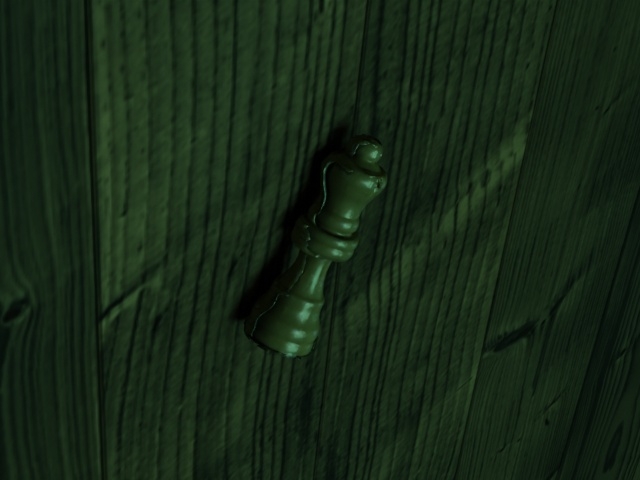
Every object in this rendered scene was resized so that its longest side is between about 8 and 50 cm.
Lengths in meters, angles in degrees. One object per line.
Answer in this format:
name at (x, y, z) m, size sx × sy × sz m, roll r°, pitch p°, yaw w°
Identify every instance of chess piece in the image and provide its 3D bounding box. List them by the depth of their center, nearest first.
chess piece at (0.001, 0.000, 1.284) m, size 0.060 × 0.060 × 0.172 m, roll -8°, pitch 127°, yaw -57°
